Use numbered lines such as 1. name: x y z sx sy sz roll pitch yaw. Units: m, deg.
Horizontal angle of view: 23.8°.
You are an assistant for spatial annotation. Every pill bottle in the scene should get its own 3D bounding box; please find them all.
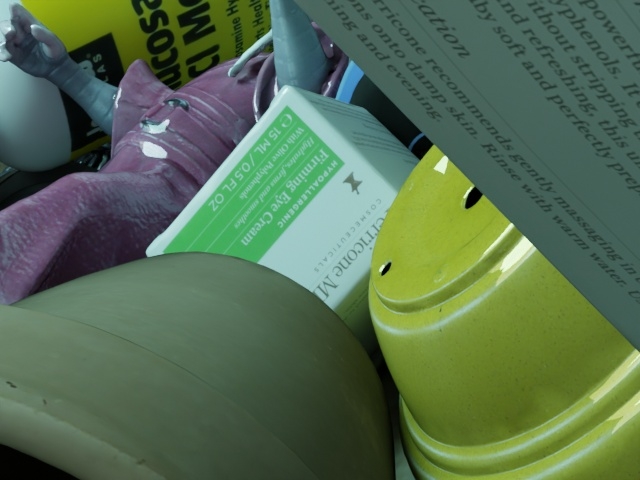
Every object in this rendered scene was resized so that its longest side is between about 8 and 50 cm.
1. pill bottle: -0.154 -0.161 0.999 0.334 0.188 0.188 -30 14 -19

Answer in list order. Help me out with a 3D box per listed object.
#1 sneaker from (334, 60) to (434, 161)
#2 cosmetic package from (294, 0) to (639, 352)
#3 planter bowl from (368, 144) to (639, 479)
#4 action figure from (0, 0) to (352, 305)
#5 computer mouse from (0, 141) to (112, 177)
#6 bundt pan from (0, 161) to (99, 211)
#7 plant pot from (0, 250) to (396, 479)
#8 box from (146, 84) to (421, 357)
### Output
1. sneaker: 0.079 -0.073 0.696 0.232 0.081 0.090 -53 49 47
2. cosmetic package: 0.180 -0.086 0.296 0.365 0.197 0.155 -8 46 50
3. planter bowl: 0.082 0.006 0.545 0.217 0.090 0.217 -42 23 22
4. action figure: -0.063 -0.018 0.815 0.370 0.275 0.248 -40 19 -25
5. computer mouse: -0.273 -0.023 1.253 0.272 0.072 0.188 -44 10 -17
6. bundt pan: -0.234 0.078 1.040 0.331 0.124 0.331 -44 22 22
7. plant pot: -0.069 0.114 0.526 0.263 0.263 0.229 -41 5 28
8. box: 0.000 0.000 0.673 0.101 0.087 0.102 -49 -17 14
